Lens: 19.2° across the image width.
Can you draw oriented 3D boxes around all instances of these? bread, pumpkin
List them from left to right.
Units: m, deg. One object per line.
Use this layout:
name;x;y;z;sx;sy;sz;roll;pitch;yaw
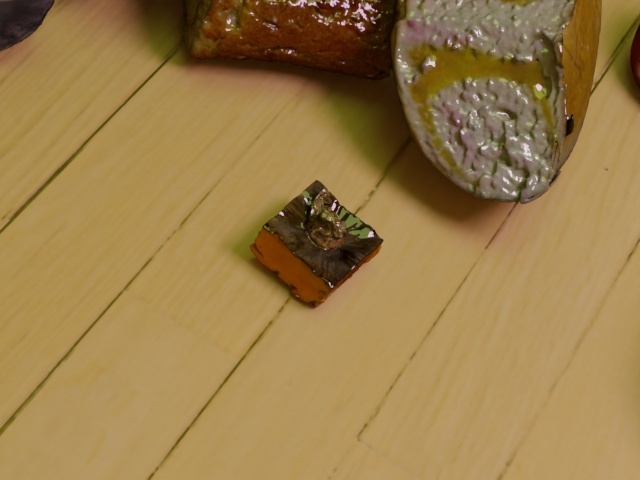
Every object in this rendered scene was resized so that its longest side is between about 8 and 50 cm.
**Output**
bread;-0.024;-0.199;1.543;0.172;0.103;0.132;7;55;-19
pumpkin;0.000;0.000;1.412;0.074;0.054;0.083;39;43;9
bread;0.144;-0.141;1.524;0.158;0.156;0.261;7;53;18

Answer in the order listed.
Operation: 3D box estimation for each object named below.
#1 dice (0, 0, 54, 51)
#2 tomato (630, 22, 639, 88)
dice;-0.299;-0.252;1.433;0.183;0.181;0.182;-7;53;-23
tomato;0.344;-0.182;1.631;0.159;0.091;0.139;8;49;24
